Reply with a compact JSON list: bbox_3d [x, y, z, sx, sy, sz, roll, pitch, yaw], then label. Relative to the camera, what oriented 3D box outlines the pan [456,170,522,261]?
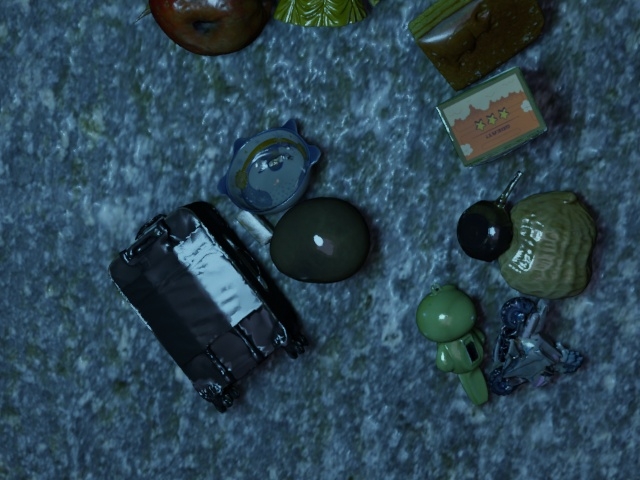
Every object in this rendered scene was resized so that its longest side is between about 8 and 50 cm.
[{"bbox_3d":[0.345,-0.057,1.732,0.128,0.048,0.201,15,100,45],"label":"pan"}]

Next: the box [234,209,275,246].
[{"bbox_3d":[-0.143,-0.035,1.837,0.045,0.062,0.098,-43,89,8],"label":"box"}]

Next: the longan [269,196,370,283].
[{"bbox_3d":[0.000,0.000,1.753,0.220,0.196,0.196,-12,98,23],"label":"longan"}]

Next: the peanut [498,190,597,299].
[{"bbox_3d":[0.483,0.008,1.723,0.197,0.110,0.232,11,103,7],"label":"peanut"}]

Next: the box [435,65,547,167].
[{"bbox_3d":[0.343,-0.246,1.657,0.178,0.195,0.148,-25,94,11],"label":"box"}]

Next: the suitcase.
[{"bbox_3d":[-0.246,0.128,1.812,0.283,0.194,0.434,-38,92,13],"label":"suitcase"}]

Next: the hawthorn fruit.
[{"bbox_3d":[-0.227,-0.509,1.685,0.262,0.258,0.258,27,103,24],"label":"hawthorn fruit"}]

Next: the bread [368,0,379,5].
[{"bbox_3d":[0.128,-0.544,1.694,0.080,0.109,0.084,-25,80,-10],"label":"bread"}]

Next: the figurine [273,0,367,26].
[{"bbox_3d":[0.000,-0.599,1.615,0.188,0.168,0.315,11,124,16],"label":"figurine"}]

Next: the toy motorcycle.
[{"bbox_3d":[0.473,0.231,1.762,0.204,0.108,0.239,2,131,-4],"label":"toy motorcycle"}]

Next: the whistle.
[{"bbox_3d":[0.290,0.223,1.798,0.141,0.141,0.294,-11,115,10],"label":"whistle"}]

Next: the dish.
[{"bbox_3d":[-0.094,-0.148,1.787,0.236,0.086,0.227,6,71,29],"label":"dish"}]

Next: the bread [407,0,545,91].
[{"bbox_3d":[0.318,-0.426,1.635,0.234,0.110,0.184,-37,135,14],"label":"bread"}]
